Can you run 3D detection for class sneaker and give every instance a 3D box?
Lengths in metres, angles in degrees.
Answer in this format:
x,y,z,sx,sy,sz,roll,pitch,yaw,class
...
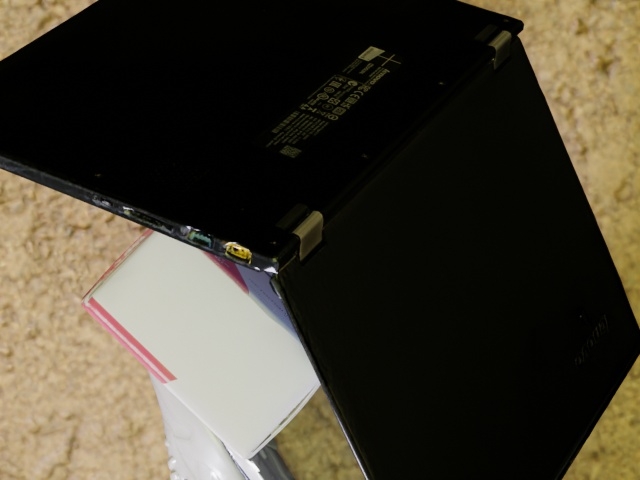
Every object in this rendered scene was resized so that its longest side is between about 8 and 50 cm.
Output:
x,y,z,sx,sy,sz,roll,pitch,yaw,class
-0.079,0.183,1.331,0.095,0.090,0.235,-31,89,14,sneaker

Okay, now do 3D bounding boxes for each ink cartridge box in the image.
x,y,z,sx,sy,sz,roll,pitch,yaw,class
-0.067,0.059,1.254,0.158,0.218,0.092,44,94,1,ink cartridge box

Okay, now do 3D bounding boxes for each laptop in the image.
x,y,z,sx,sy,sz,roll,pitch,yaw,class
0.000,0.000,1.198,0.408,0.382,0.236,21,125,19,laptop
